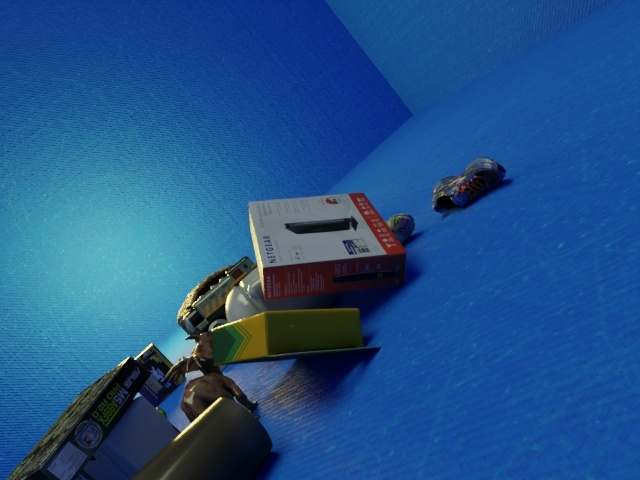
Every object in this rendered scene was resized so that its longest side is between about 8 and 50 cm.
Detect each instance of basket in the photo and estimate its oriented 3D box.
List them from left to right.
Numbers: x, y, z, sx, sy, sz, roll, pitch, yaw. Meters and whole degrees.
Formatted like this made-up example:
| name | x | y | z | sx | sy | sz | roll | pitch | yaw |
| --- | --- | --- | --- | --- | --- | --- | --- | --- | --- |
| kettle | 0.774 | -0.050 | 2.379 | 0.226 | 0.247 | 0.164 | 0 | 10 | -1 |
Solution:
| name | x | y | z | sx | sy | sz | roll | pitch | yaw |
| --- | --- | --- | --- | --- | --- | --- | --- | --- | --- |
| basket | -0.197 | 0.378 | 0.854 | 0.204 | 0.154 | 0.227 | -26 | 14 | 50 |
| basket | -0.343 | 0.217 | 1.922 | 0.223 | 0.213 | 0.299 | -31 | 13 | 47 |

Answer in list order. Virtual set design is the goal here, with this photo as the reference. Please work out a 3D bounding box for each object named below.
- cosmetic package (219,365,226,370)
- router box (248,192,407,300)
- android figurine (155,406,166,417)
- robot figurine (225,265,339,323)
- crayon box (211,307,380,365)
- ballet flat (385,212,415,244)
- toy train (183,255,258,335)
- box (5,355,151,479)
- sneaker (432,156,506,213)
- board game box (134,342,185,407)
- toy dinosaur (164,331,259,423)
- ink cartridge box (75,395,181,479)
| name | x | y | z | sx | sy | sz | roll | pitch | yaw |
| --- | --- | --- | --- | --- | --- | --- | --- | --- | --- |
| cosmetic package | -0.276 | 0.339 | 1.627 | 0.115 | 0.041 | 0.060 | -43 | 10 | -14 |
| router box | 0.000 | 0.000 | 1.228 | 0.302 | 0.082 | 0.335 | -6 | 28 | -11 |
| android figurine | -0.551 | 0.593 | 1.507 | 0.248 | 0.056 | 0.273 | -34 | 10 | 32 |
| robot figurine | -0.094 | 0.140 | 1.355 | 0.353 | 0.200 | 0.300 | -42 | -27 | -11 |
| crayon box | -0.061 | 0.189 | 1.043 | 0.203 | 0.083 | 0.323 | 3 | -15 | -31 |
| ballet flat | 0.176 | -0.006 | 1.406 | 0.079 | 0.077 | 0.221 | -64 | 13 | -21 |
| toy train | -0.284 | 0.206 | 1.738 | 0.334 | 0.190 | 0.142 | -42 | -19 | -15 |
| box | -0.463 | 0.365 | 1.006 | 0.216 | 0.060 | 0.270 | -36 | 15 | 30 |
| sneaker | 0.348 | -0.121 | 1.263 | 0.221 | 0.083 | 0.087 | -35 | 23 | 56 |
| board game box | -0.572 | 0.461 | 1.827 | 0.141 | 0.170 | 0.048 | -44 | 12 | -15 |
| toy dinosaur | -0.240 | 0.319 | 1.107 | 0.127 | 0.200 | 0.296 | -41 | 10 | -2 |
| ink cartridge box | -0.394 | 0.456 | 1.084 | 0.273 | 0.197 | 0.114 | -34 | 14 | 35 |
